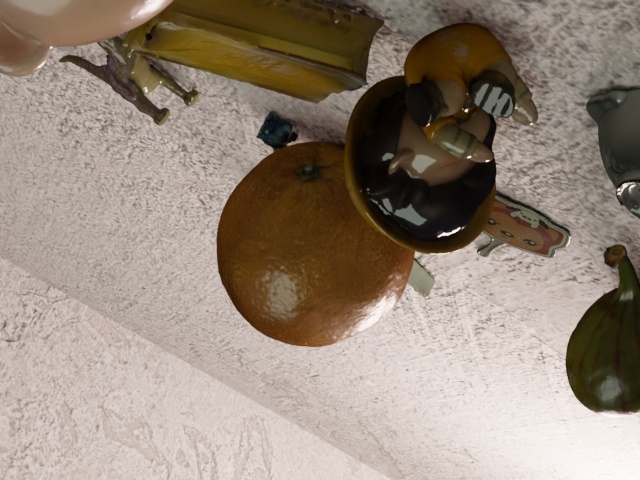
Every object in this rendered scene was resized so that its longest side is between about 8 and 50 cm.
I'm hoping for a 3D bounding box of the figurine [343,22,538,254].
[{"bbox_3d":[0.113,-0.108,1.412,0.167,0.192,0.257,49,146,25],"label":"figurine"}]

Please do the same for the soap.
[{"bbox_3d":[-0.069,-0.204,1.426,0.233,0.076,0.135,11,171,-25],"label":"soap"}]

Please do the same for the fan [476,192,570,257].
[{"bbox_3d":[0.231,-0.007,1.765,0.132,0.009,0.220,29,162,-3],"label":"fan"}]

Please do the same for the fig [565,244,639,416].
[{"bbox_3d":[0.355,0.088,1.696,0.151,0.151,0.259,13,133,39],"label":"fig"}]

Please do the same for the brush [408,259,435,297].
[{"bbox_3d":[0.106,0.023,2.005,0.178,0.033,0.030,43,172,-39],"label":"brush"}]

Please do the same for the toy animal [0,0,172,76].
[{"bbox_3d":[-0.247,-0.272,1.164,0.345,0.247,0.277,-12,159,22],"label":"toy animal"}]

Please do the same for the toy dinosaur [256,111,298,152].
[{"bbox_3d":[-0.054,-0.136,1.793,0.047,0.030,0.083,29,164,-5],"label":"toy dinosaur"}]

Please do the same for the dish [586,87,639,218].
[{"bbox_3d":[0.346,-0.061,1.324,0.224,0.078,0.246,31,162,-4],"label":"dish"}]

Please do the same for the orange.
[{"bbox_3d":[-0.006,0.003,1.766,0.264,0.264,0.264,25,163,9],"label":"orange"}]

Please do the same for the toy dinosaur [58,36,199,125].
[{"bbox_3d":[-0.255,-0.224,1.827,0.200,0.072,0.251,38,175,1],"label":"toy dinosaur"}]
